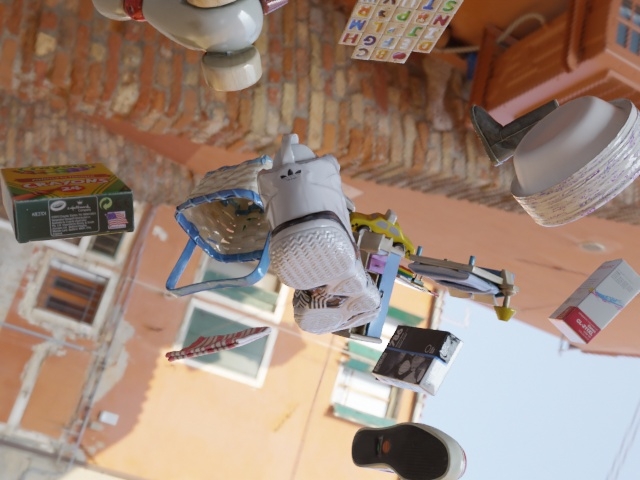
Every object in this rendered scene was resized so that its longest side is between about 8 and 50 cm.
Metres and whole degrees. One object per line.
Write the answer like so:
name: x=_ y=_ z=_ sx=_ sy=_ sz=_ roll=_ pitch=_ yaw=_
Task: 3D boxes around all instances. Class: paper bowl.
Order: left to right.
paper bowl: x=0.500 y=-0.172 z=1.459 sx=0.284 sy=0.148 sz=0.284 roll=-42 pitch=-168 yaw=11

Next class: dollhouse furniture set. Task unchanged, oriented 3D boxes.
dollhouse furniture set: x=0.176 y=0.111 z=1.361 sx=0.304 sy=0.286 sz=0.198 roll=10 pitch=-95 yaw=34

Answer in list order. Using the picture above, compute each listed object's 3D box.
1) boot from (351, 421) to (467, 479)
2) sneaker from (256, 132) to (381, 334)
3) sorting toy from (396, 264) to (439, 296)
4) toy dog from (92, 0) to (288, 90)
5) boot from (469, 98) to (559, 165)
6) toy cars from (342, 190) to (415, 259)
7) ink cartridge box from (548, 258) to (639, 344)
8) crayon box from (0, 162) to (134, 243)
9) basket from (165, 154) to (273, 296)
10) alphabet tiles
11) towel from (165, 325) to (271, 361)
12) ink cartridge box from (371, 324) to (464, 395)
boot: x=0.184 y=0.337 z=1.147 sx=0.244 sy=0.176 sz=0.088 roll=-18 pitch=-121 yaw=60
sneaker: x=0.000 y=0.000 z=1.119 sx=0.365 sy=0.138 sz=0.210 roll=67 pitch=11 yaw=-62
sorting toy: x=0.263 y=0.110 z=2.332 sx=0.275 sy=0.132 sz=0.046 roll=19 pitch=-98 yaw=54
toy dog: x=-0.178 y=-0.348 z=1.056 sx=0.161 sy=0.334 sz=0.220 roll=-35 pitch=156 yaw=-33
boot: x=0.509 y=-0.307 z=1.896 sx=0.209 sy=0.189 sz=0.076 roll=-28 pitch=180 yaw=35
toy cars: x=0.087 y=-0.082 z=1.850 sx=0.394 sy=0.176 sz=0.087 roll=37 pitch=-75 yaw=33
ink cartridge box: x=0.572 y=0.127 z=1.528 sx=0.175 sy=0.072 sz=0.127 roll=-45 pitch=174 yaw=0
crayon box: x=-0.490 y=-0.085 z=1.396 sx=0.318 sy=0.202 sz=0.081 roll=30 pitch=-57 yaw=58
basket: x=-0.173 y=-0.019 z=1.491 sx=0.255 sy=0.201 sz=0.288 roll=-8 pitch=-137 yaw=36
alphabet tiles: x=0.217 y=-0.605 z=2.040 sx=0.342 sy=0.285 sz=0.011 roll=125 pitch=-38 yaw=-61
towel: x=-0.222 y=0.221 z=1.607 sx=0.197 sy=0.144 sz=0.029 roll=-15 pitch=-90 yaw=25
ink cartridge box: x=0.241 y=0.317 z=2.002 sx=0.165 sy=0.065 sz=0.333 roll=-59 pitch=-163 yaw=-16
